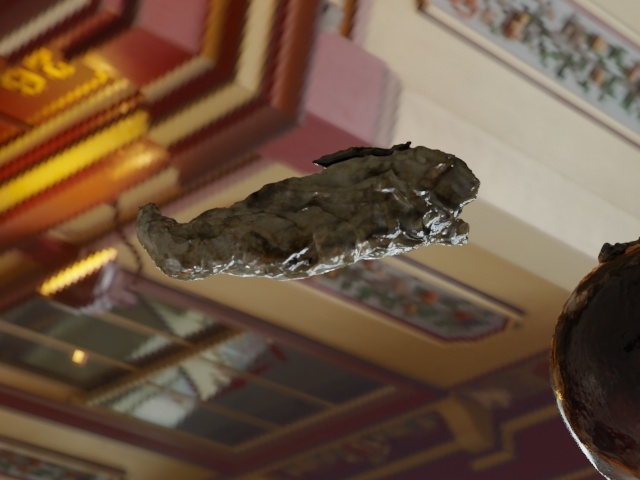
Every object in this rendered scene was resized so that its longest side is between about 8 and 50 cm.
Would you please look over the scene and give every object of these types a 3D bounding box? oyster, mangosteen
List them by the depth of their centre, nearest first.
[{"bbox_3d":[0.001,-0.003,1.019,0.200,0.106,0.061,-20,-142,6],"label":"oyster"},{"bbox_3d":[0.275,0.064,1.255,0.235,0.235,0.261,-30,-123,33],"label":"mangosteen"}]
